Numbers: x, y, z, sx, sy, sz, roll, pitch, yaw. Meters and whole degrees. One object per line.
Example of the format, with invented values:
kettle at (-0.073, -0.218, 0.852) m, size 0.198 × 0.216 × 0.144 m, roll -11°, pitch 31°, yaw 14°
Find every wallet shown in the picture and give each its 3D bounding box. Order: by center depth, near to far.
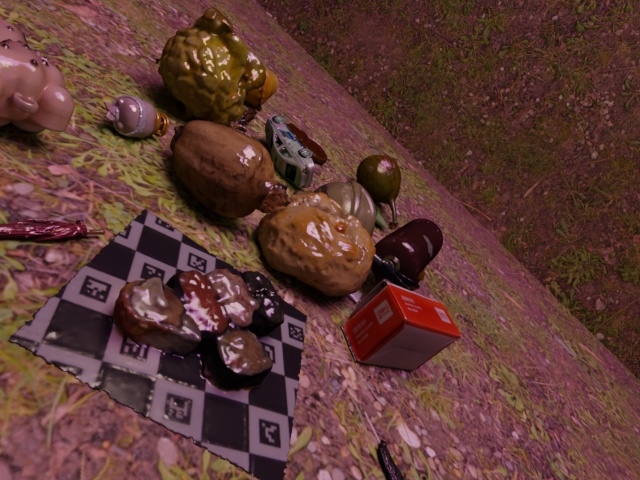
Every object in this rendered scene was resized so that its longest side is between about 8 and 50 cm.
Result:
wallet at (0.053, 0.096, 0.945) m, size 0.083 × 0.011 × 0.044 m, roll 44°, pitch 25°, yaw 3°

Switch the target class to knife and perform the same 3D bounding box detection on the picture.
knife at (0.153, 0.385, 0.623) m, size 0.222 × 0.021 × 0.045 m, roll 50°, pitch 23°, yaw 17°

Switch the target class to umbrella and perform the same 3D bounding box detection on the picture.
umbrella at (-0.339, -0.013, 0.529) m, size 0.165 × 0.025 × 0.027 m, roll -3°, pitch 73°, yaw -55°

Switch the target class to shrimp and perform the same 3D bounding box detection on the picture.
shrimp at (-0.186, -0.292, 1.175) m, size 0.148 × 0.035 × 0.195 m, roll 40°, pitch 32°, yaw 1°

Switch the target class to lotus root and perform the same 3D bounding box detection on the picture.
lotus root at (-0.179, -0.128, 0.804) m, size 0.257 × 0.154 × 0.140 m, roll 31°, pitch 18°, yaw 18°

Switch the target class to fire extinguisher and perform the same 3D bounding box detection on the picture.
fire extinguisher at (0.202, 0.034, 1.017) m, size 0.135 × 0.114 × 0.337 m, roll 35°, pitch 25°, yaw 17°

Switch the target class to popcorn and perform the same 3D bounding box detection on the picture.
popcorn at (-0.245, -0.392, 1.003) m, size 0.237 × 0.251 × 0.206 m, roll -2°, pitch 52°, yaw -40°

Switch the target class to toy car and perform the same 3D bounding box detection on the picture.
toy car at (-0.094, -0.235, 1.163) m, size 0.076 × 0.090 × 0.224 m, roll -23°, pitch 63°, yaw -26°

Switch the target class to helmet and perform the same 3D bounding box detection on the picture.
helmet at (0.056, -0.079, 1.078) m, size 0.204 × 0.137 × 0.257 m, roll 19°, pitch 34°, yaw -42°

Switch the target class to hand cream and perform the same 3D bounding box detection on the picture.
hand cream at (0.140, -0.104, 1.348) m, size 0.175 × 0.046 × 0.095 m, roll 35°, pitch 20°, yaw -22°

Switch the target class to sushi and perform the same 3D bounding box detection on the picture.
sushi at (-0.140, 0.096, 0.594) m, size 0.339 × 0.069 × 0.320 m, roll 36°, pitch 25°, yaw -13°

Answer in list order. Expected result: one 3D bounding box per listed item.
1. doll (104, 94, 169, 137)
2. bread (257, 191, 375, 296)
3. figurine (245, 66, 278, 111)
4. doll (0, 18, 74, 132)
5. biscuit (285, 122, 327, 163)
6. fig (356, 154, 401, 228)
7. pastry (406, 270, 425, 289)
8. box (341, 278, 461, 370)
doll at (-0.350, -0.228, 0.813) m, size 0.084 × 0.073 × 0.127 m, roll 18°, pitch 8°, yaw 29°
bread at (0.000, 0.000, 0.866) m, size 0.244 × 0.134 × 0.244 m, roll 32°, pitch 25°, yaw -17°
figurine at (-0.215, -0.503, 1.375) m, size 0.156 × 0.131 × 0.246 m, roll -9°, pitch 48°, yaw -16°
doll at (-0.458, -0.252, 0.646) m, size 0.154 × 0.119 × 0.278 m, roll 17°, pitch 25°, yaw -44°
biscuit at (-0.047, -0.311, 1.425) m, size 0.175 × 0.026 × 0.124 m, roll 44°, pitch 24°, yaw 2°
fig at (0.225, -0.167, 1.465) m, size 0.151 × 0.151 × 0.259 m, roll 8°, pitch 45°, yaw -51°
pastry at (0.232, 0.079, 1.179) m, size 0.097 × 0.057 × 0.109 m, roll 5°, pitch 43°, yaw -51°
box at (0.152, 0.166, 0.835) m, size 0.182 × 0.133 × 0.099 m, roll 20°, pitch 32°, yaw -37°
